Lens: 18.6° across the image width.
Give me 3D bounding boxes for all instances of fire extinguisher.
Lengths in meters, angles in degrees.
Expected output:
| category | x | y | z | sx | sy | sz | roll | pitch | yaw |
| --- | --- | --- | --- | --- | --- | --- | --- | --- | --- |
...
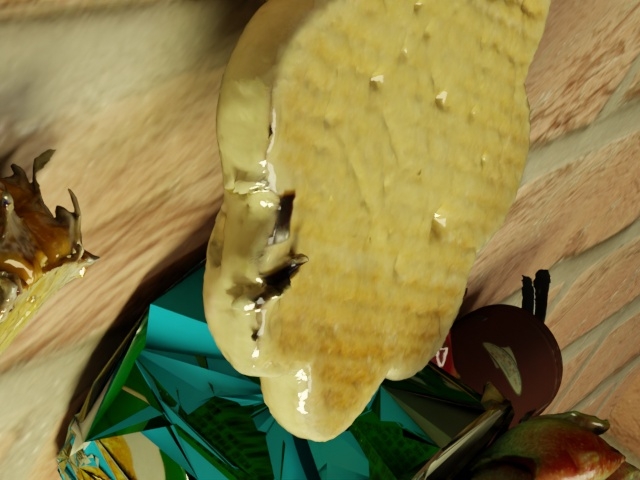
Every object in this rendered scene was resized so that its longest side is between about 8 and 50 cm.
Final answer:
| category | x | y | z | sx | sy | sz | roll | pitch | yaw |
| --- | --- | --- | --- | --- | --- | --- | --- | --- | --- |
| fire extinguisher | 0.131 | 0.122 | 1.718 | 0.337 | 0.114 | 0.135 | -24 | 121 | -60 |

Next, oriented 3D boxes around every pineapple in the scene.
| category | x | y | z | sx | sy | sz | roll | pitch | yaw |
| --- | --- | --- | --- | --- | --- | --- | --- | --- | --- |
| pineapple | -0.139 | 0.023 | 0.781 | 0.116 | 0.069 | 0.137 | -56 | 166 | 15 |

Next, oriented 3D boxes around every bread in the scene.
| category | x | y | z | sx | sy | sz | roll | pitch | yaw |
| --- | --- | --- | --- | --- | --- | --- | --- | --- | --- |
| bread | 0.032 | -0.057 | 0.967 | 0.316 | 0.054 | 0.316 | -39 | 137 | -49 |

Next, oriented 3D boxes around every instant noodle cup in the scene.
| category | x | y | z | sx | sy | sz | roll | pitch | yaw |
| --- | --- | --- | --- | --- | --- | --- | --- | --- | --- |
| instant noodle cup | -0.029 | 0.125 | 1.113 | 0.240 | 0.178 | 0.240 | -47 | 166 | -15 |

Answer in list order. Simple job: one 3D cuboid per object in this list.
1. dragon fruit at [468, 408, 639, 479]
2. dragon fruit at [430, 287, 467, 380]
| category | x | y | z | sx | sy | sz | roll | pitch | yaw |
| --- | --- | --- | --- | --- | --- | --- | --- | --- | --- |
| dragon fruit | 0.099 | 0.220 | 1.143 | 0.268 | 0.130 | 0.295 | -46 | 166 | -35 |
| dragon fruit | 0.029 | 0.081 | 1.307 | 0.166 | 0.133 | 0.136 | -53 | -153 | 10 |
